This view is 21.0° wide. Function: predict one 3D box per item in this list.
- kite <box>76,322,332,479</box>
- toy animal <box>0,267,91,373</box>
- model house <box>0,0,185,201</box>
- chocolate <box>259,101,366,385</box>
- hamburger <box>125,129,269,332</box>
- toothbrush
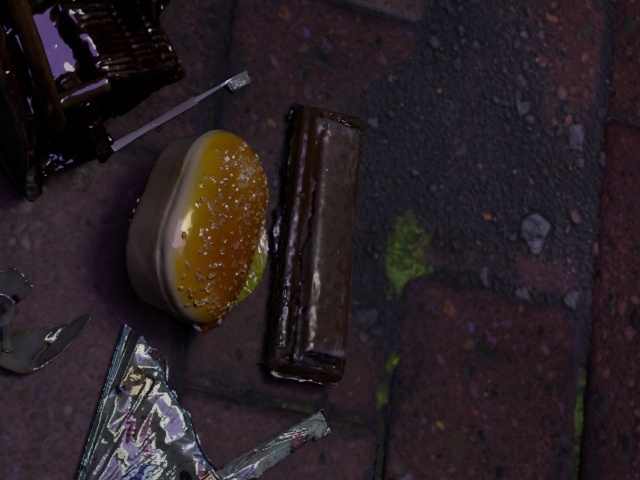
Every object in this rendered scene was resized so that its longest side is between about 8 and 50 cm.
[{"bbox_3d":[-0.134,0.278,1.827,0.368,0.014,0.406,-28,87,-28],"label":"kite"},{"bbox_3d":[-0.343,0.108,1.737,0.219,0.095,0.155,17,62,-17],"label":"toy animal"},{"bbox_3d":[-0.240,-0.257,1.770,0.282,0.297,0.317,-29,86,-21],"label":"model house"},{"bbox_3d":[-0.001,-0.002,1.934,0.102,0.065,0.329,12,70,-19],"label":"chocolate"},{"bbox_3d":[-0.123,-0.013,1.835,0.116,0.173,0.210,12,66,20],"label":"hamburger"},{"bbox_3d":[-0.156,-0.145,1.932,0.194,0.014,0.017,-30,89,-27],"label":"toothbrush"}]
